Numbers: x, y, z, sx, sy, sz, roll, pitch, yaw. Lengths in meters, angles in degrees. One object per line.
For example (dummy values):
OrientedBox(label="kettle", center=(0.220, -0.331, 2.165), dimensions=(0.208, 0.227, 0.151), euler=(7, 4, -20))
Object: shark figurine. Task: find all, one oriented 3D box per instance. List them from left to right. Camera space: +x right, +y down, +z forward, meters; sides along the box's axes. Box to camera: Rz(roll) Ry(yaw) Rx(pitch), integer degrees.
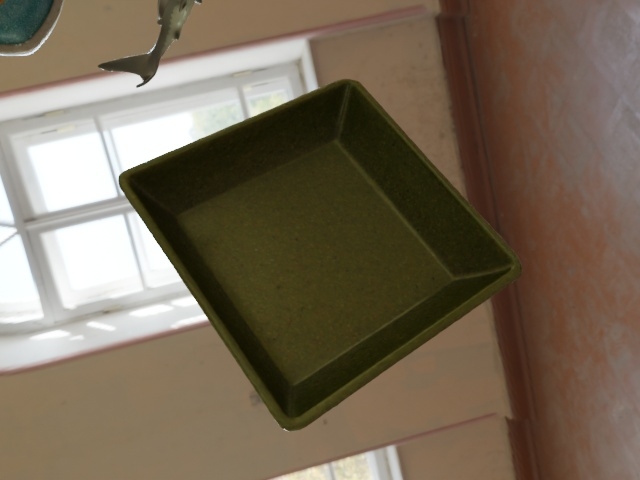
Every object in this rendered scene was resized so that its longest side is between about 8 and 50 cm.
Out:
OrientedBox(label="shark figurine", center=(-0.215, -0.340, 0.818), dimensions=(0.116, 0.166, 0.278), euler=(38, 143, 6))

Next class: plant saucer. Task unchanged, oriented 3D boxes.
OrientedBox(label="plant saucer", center=(0.000, 0.000, 0.405), dimensions=(0.188, 0.188, 0.045), euler=(52, 154, 19))

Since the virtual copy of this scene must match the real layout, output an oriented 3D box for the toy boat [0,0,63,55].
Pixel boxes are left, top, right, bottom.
OrientedBox(label="toy boat", center=(-0.453, -0.304, 0.694), dimensions=(0.267, 0.318, 0.148), euler=(57, 166, -4))
